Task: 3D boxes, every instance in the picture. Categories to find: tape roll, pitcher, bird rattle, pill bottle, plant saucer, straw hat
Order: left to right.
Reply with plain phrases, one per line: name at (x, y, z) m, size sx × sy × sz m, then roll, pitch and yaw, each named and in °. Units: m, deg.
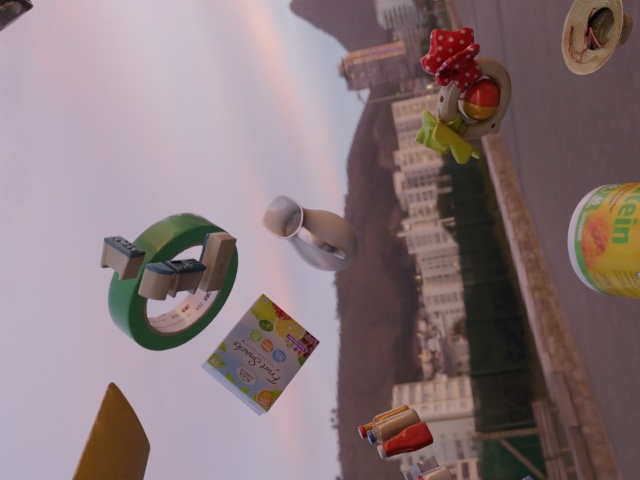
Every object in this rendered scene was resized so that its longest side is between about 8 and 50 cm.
plant saucer at (-0.281, 0.385, 0.882) m, size 0.333 × 0.081 × 0.332 m, roll -107°, pitch 37°, yaw -73°
tape roll at (-0.328, 0.096, 1.738) m, size 0.321 × 0.077 × 0.321 m, roll -36°, pitch -39°, yaw -35°
pitcher at (0.000, 0.000, 1.600) m, size 0.207 × 0.125 × 0.178 m, roll 30°, pitch -171°, yaw -43°
bird rattle at (0.280, -0.284, 1.482) m, size 0.143 × 0.207 × 0.253 m, roll 29°, pitch 122°, yaw 54°
straw hat at (0.430, -0.317, 1.145) m, size 0.144 × 0.061 × 0.144 m, roll -179°, pitch 90°, yaw -73°
pill bottle at (0.405, 0.002, 0.828) m, size 0.246 × 0.136 × 0.136 m, roll 4°, pitch 107°, yaw 64°

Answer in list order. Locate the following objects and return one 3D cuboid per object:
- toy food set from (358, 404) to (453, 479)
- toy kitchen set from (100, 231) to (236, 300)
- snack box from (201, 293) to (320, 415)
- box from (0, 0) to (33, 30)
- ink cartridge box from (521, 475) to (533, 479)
toy food set at (0.154, 0.394, 1.364) m, size 0.111 × 0.105 × 0.232 m, roll 80°, pitch 167°, yaw -49°
toy kitchen set at (-0.309, 0.023, 1.553) m, size 0.207 × 0.166 × 0.122 m, roll -7°, pitch -59°, yaw -57°
snack box at (-0.131, 0.253, 1.694) m, size 0.207 × 0.174 × 0.070 m, roll -51°, pitch 3°, yaw -27°
box at (-0.574, -0.479, 0.989) m, size 0.395 × 0.097 × 0.318 m, roll 53°, pitch 177°, yaw -2°
ink cartridge box at (0.452, 0.649, 1.362) m, size 0.395 × 0.166 × 0.285 m, roll 49°, pitch -174°, yaw 14°
